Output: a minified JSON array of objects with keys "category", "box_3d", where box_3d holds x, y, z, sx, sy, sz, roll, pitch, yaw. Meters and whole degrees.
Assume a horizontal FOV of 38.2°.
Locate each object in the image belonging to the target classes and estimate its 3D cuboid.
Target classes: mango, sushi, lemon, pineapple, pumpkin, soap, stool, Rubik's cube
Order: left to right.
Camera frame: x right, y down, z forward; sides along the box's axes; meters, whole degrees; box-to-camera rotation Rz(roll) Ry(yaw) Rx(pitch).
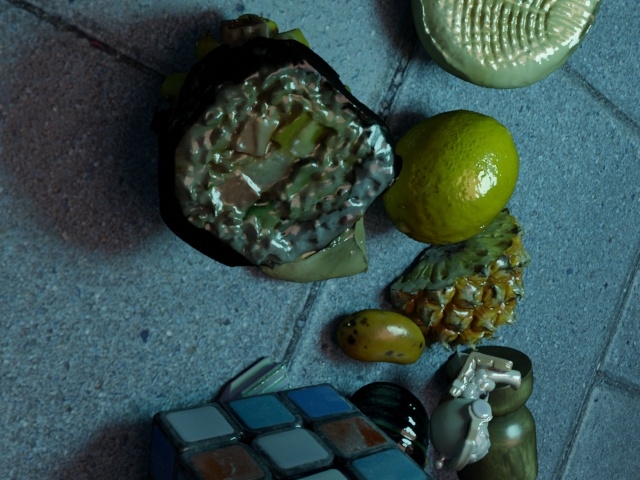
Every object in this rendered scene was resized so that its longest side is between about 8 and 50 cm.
[{"category":"soap","box_3d":[-0.118,0.282,1.596,0.149,0.056,0.100,-35,124,-29]},{"category":"sushi","box_3d":[-0.095,-0.152,1.373,0.328,0.285,0.329,32,101,-36]},{"category":"Rubik's cube","box_3d":[-0.061,0.464,1.448,0.363,0.359,0.362,-10,114,-32]},{"category":"pumpkin","box_3d":[0.079,0.375,1.704,0.248,0.248,0.248,-12,109,-38]},{"category":"mango","box_3d":[0.118,0.181,1.723,0.178,0.090,0.115,13,135,-16]},{"category":"lemon","box_3d":[0.235,-0.116,1.678,0.236,0.236,0.263,42,57,-39]},{"category":"pineapple","box_3d":[0.340,0.126,1.844,0.344,0.209,0.286,-39,124,-25]},{"category":"stool","box_3d":[0.365,0.380,1.955,0.179,0.179,0.264,-23,116,-34]}]

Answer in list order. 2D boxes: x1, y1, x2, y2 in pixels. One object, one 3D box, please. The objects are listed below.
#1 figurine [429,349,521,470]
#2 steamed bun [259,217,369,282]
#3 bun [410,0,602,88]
[{"category":"figurine","box_3d":[0.282,0.329,1.742,0.141,0.162,0.237,23,62,-1]},{"category":"steamed bun","box_3d":[0.011,-0.028,1.591,0.231,0.110,0.212,-6,105,-42]},{"category":"bun","box_3d":[0.321,-0.461,1.662,0.364,0.202,0.364,-2,104,-9]}]
